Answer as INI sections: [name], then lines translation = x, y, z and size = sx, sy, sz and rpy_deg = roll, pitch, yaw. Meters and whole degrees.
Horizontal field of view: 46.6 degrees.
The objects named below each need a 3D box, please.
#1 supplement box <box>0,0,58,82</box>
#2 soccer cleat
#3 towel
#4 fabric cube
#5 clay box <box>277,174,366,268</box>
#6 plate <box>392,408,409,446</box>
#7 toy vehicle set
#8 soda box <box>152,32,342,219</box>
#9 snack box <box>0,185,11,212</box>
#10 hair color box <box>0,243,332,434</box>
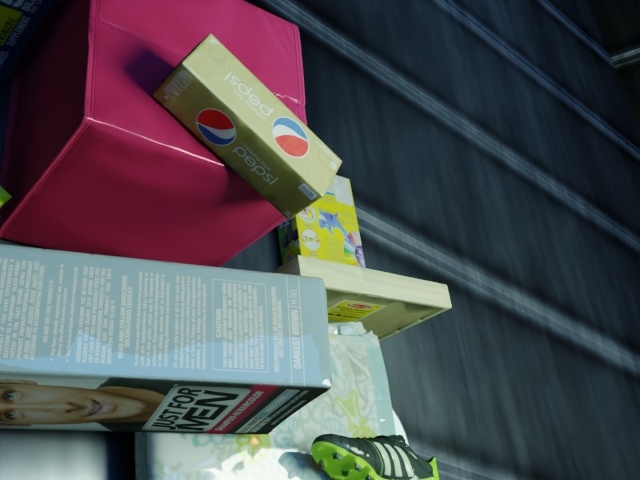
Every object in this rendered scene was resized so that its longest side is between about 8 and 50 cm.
[supplement box]
translation = -0.466, -0.340, 0.761
size = 0.357, 0.194, 0.195
rpy_deg = 13, 57, -38
[soccer cleat]
translation = 0.063, 0.248, 0.842
size = 0.179, 0.060, 0.072
rpy_deg = 31, 41, -24
[towel]
translation = -0.053, 0.262, 0.848
size = 0.321, 0.090, 0.374
rpy_deg = 8, 60, -30
[fabric cube]
translation = -0.192, -0.133, 0.852
size = 0.258, 0.254, 0.259
rpy_deg = 16, 56, -35
[clay box]
translation = 0.000, 0.000, 1.103
size = 0.127, 0.053, 0.222
rpy_deg = 13, 58, -39
[plate]
translation = 0.048, 0.283, 0.996
size = 0.188, 0.024, 0.188
rpy_deg = 24, 51, -33
[toy vehicle set]
translation = 0.025, 0.088, 0.987
size = 0.267, 0.166, 0.035
rpy_deg = 13, 58, -39
[soda box]
translation = -0.068, -0.108, 0.721
size = 0.181, 0.058, 0.061
rpy_deg = 43, 45, -16
[snack box]
translation = -0.435, -0.038, 0.696
size = 0.174, 0.070, 0.207
rpy_deg = 48, 41, -8
[hair color box]
translation = -0.198, 0.100, 0.676
size = 0.375, 0.185, 0.113
rpy_deg = 7, 60, -21
